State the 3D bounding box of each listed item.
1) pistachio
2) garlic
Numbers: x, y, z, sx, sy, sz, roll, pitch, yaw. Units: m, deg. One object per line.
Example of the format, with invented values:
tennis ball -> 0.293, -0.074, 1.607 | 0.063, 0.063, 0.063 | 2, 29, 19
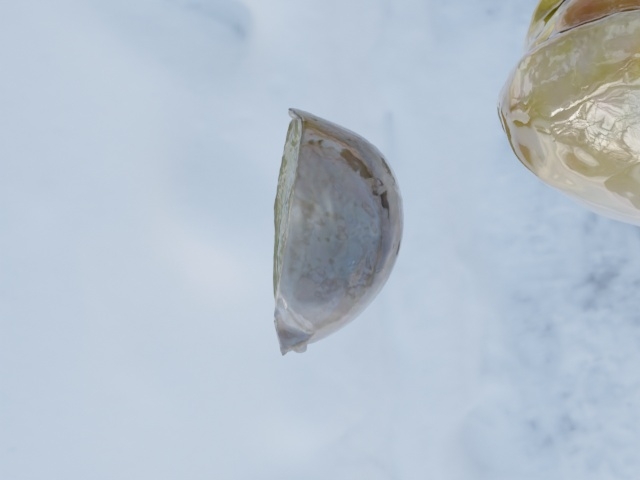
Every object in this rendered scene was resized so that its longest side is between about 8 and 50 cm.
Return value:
pistachio -> 0.247, -0.087, 0.860 | 0.308, 0.230, 0.230 | 8, 100, 33
garlic -> 0.014, -0.007, 1.287 | 0.087, 0.101, 0.196 | -129, 43, -68
